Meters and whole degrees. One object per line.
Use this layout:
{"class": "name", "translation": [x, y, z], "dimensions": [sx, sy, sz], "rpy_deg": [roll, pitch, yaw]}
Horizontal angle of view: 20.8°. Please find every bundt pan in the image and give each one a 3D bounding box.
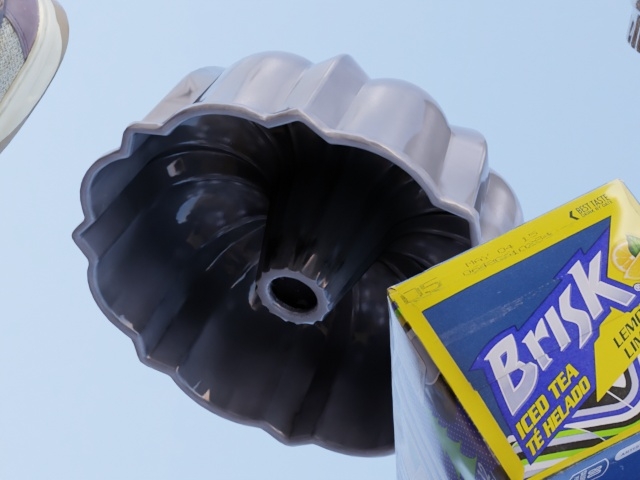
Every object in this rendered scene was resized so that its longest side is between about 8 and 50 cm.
{"class": "bundt pan", "translation": [0.000, 0.000, 1.228], "dimensions": [0.331, 0.331, 0.124], "rpy_deg": [-44, -165, 45]}

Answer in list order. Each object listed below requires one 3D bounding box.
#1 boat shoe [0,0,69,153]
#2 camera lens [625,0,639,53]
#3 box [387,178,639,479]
{"class": "boat shoe", "translation": [-0.211, -0.039, 0.851], "dimensions": [0.080, 0.073, 0.223], "rpy_deg": [34, -90, 41]}
{"class": "camera lens", "translation": [0.387, -0.264, 1.424], "dimensions": [0.219, 0.219, 0.274], "rpy_deg": [39, -60, 48]}
{"class": "box", "translation": [0.053, 0.061, 0.407], "dimensions": [0.054, 0.059, 0.169], "rpy_deg": [58, -14, 30]}
